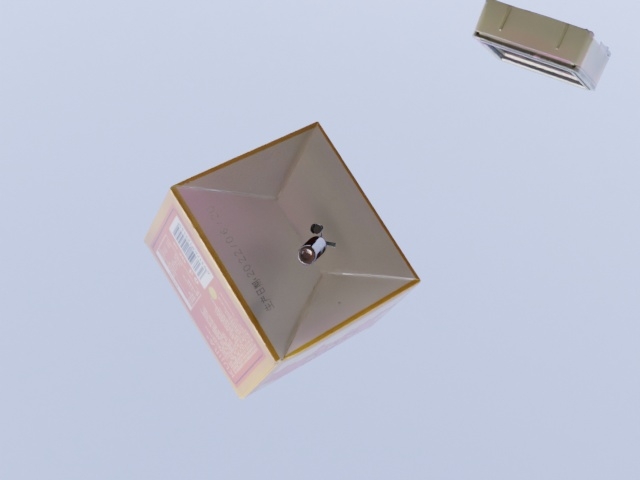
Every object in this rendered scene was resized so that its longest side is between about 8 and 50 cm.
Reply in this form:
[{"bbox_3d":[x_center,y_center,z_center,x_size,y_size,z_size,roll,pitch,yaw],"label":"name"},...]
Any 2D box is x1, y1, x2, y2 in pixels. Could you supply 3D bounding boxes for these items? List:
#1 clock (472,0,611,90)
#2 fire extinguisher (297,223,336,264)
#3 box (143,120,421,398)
[{"bbox_3d":[0.354,-0.313,1.917,0.192,0.147,0.071,24,-86,24],"label":"clock"},{"bbox_3d":[-0.006,-0.001,1.462,0.032,0.046,0.100,-9,-171,13],"label":"fire extinguisher"},{"bbox_3d":[-0.061,0.032,1.706,0.259,0.214,0.283,-27,-100,-29],"label":"box"}]
